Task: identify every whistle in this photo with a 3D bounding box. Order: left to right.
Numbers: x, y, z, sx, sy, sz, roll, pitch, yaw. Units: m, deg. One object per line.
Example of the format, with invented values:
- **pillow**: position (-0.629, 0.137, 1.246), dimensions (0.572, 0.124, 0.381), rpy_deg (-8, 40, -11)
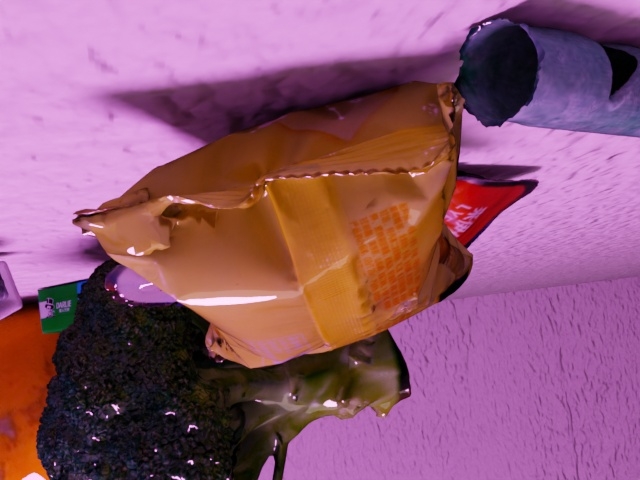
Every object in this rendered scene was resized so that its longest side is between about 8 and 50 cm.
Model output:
- **whistle**: position (0.130, -0.059, 0.357), dimensions (0.186, 0.039, 0.039), rpy_deg (-1, 170, -40)

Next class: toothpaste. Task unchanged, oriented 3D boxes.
- **toothpaste**: position (-0.170, 0.055, 0.901), dimensions (0.266, 0.050, 0.065), rpy_deg (-11, 175, 28)

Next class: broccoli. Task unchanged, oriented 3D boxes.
- **broccoli**: position (-0.087, 0.124, 0.731), dimensions (0.297, 0.298, 0.297), rpy_deg (-21, 177, -16)

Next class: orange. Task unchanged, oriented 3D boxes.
- **orange**: position (-0.333, 0.223, 1.073), dimensions (0.311, 0.312, 0.312), rpy_deg (-7, 173, -1)

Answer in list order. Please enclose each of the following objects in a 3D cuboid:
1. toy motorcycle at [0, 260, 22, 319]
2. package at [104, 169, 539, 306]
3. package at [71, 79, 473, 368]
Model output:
- **toy motorcycle**: position (-0.374, 0.084, 0.632), dimensions (0.326, 0.143, 0.188), rpy_deg (-22, -177, -4)
- **package**: position (0.000, 0.000, 0.594), dimensions (0.269, 0.071, 0.194), rpy_deg (-7, 167, -38)
- **package**: position (-0.002, 0.001, 0.419), dimensions (0.168, 0.090, 0.226), rpy_deg (-18, 161, 0)
